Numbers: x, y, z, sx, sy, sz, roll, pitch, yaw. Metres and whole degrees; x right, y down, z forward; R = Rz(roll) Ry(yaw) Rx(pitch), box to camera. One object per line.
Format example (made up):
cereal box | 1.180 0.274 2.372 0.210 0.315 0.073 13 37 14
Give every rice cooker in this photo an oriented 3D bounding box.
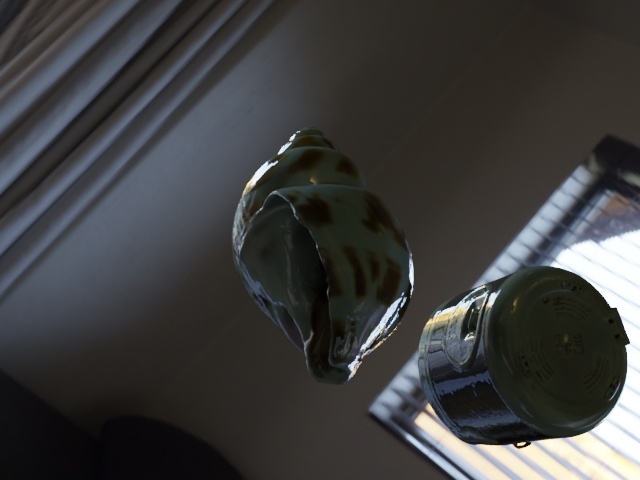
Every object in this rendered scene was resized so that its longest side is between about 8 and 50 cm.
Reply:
rice cooker | 0.322 0.190 1.504 0.288 0.288 0.277 44 -28 -9

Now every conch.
conch | 0.000 0.001 1.116 0.368 0.197 0.249 59 -22 27
